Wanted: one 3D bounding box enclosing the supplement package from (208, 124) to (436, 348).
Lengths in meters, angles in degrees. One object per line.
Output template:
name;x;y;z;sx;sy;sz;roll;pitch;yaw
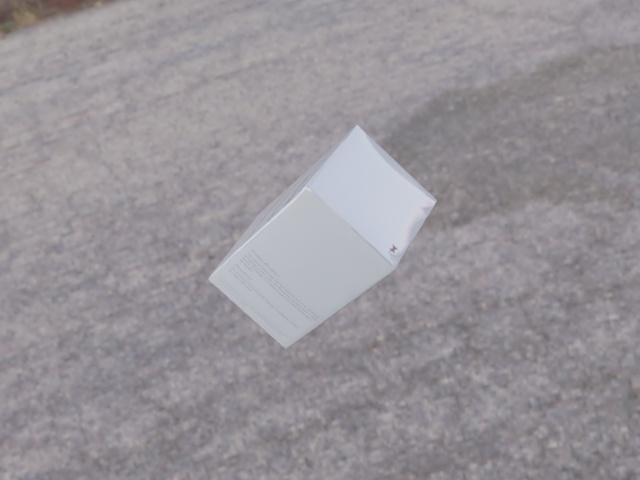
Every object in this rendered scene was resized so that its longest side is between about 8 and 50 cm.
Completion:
supplement package;0.000;0.000;1.062;0.179;0.105;0.105;-39;10;45
